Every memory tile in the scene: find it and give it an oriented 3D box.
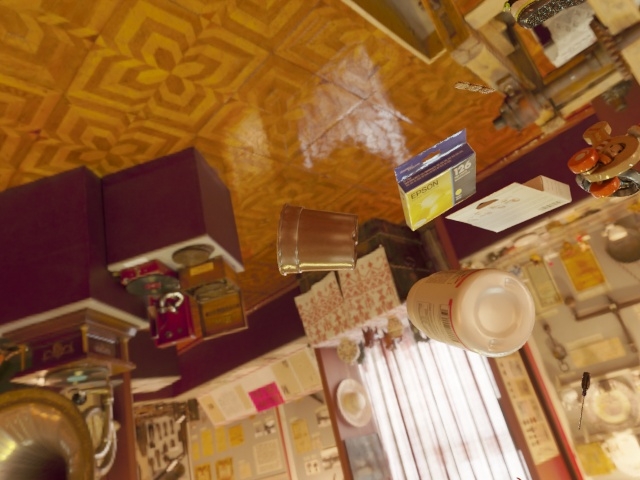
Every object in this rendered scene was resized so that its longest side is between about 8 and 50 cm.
[{"bbox_3d":[0.460,-0.459,1.472,0.113,0.012,0.148,14,-164,7],"label":"memory tile"}]

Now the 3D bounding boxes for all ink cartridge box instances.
[{"bbox_3d":[0.552,-0.115,1.470,0.239,0.060,0.275,13,156,-27],"label":"ink cartridge box"},{"bbox_3d":[0.436,-0.217,1.818,0.304,0.072,0.307,-30,143,-4],"label":"ink cartridge box"}]

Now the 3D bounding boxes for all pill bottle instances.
[{"bbox_3d":[0.288,0.139,1.006,0.160,0.160,0.283,-10,178,-11],"label":"pill bottle"}]

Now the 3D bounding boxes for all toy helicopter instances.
[{"bbox_3d":[0.895,-0.300,1.512,0.140,0.355,0.235,44,124,-11],"label":"toy helicopter"}]

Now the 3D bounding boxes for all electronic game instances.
[{"bbox_3d":[1.054,-0.216,1.780,0.229,0.048,0.229,16,168,4],"label":"electronic game"}]

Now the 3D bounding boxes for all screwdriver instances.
[{"bbox_3d":[0.772,0.471,1.442,0.024,0.169,0.025,10,180,12],"label":"screwdriver"}]

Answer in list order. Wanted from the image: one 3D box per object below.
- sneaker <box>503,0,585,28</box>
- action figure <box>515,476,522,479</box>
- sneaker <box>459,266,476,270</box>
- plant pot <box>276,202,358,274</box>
[{"bbox_3d":[0.522,-0.567,1.092,0.235,0.097,0.084,-27,157,-3],"label":"sneaker"},{"bbox_3d":[0.583,0.749,1.445,0.030,0.038,0.115,21,-163,11],"label":"action figure"},{"bbox_3d":[0.565,0.233,1.584,0.124,0.321,0.180,-47,-171,12],"label":"sneaker"},{"bbox_3d":[0.000,0.000,1.109,0.165,0.166,0.167,2,158,8],"label":"plant pot"}]
